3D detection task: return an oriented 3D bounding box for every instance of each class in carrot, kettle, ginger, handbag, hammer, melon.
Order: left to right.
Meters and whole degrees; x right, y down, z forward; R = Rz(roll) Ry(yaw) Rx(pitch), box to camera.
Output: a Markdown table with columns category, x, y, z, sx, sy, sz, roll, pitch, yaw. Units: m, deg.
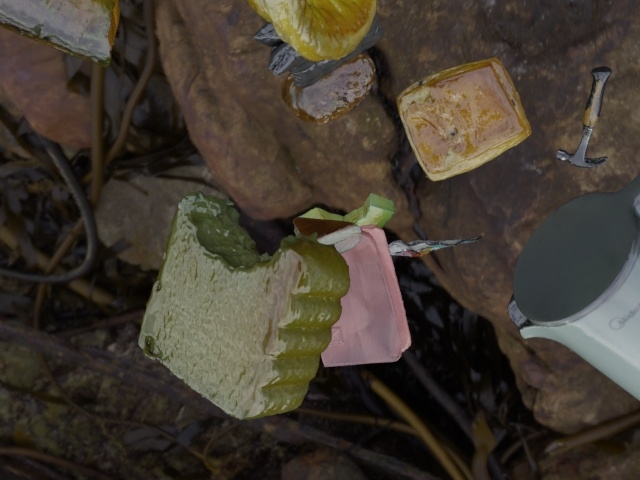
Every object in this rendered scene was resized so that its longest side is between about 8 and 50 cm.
| category | x | y | z | sx | sy | sz | roll | pitch | yaw |
| --- | --- | --- | --- | --- | --- | --- | --- | --- | --- |
| carrot | -0.246 | -0.213 | 0.580 | 0.173 | 0.082 | 0.082 | 18 | 133 | -34 |
| ginger | 0.019 | -0.394 | 1.843 | 0.321 | 0.165 | 0.172 | 1 | 85 | 46 |
| melon | 0.064 | -0.043 | 1.533 | 0.210 | 0.064 | 0.118 | -24 | 138 | 12 |
| handbag | 0.046 | 0.090 | 1.080 | 0.157 | 0.059 | 0.212 | -10 | 98 | 27 |
| hammer | 0.426 | -0.187 | 1.076 | 0.078 | 0.021 | 0.201 | 22 | 148 | 22 |
| kettle | 0.205 | 0.038 | 0.406 | 0.148 | 0.098 | 0.127 | 33 | 142 | -20 |

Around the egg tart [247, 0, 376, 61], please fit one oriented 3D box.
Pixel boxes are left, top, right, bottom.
| category | x | y | z | sx | sy | sz | roll | pitch | yaw |
| --- | --- | --- | --- | --- | --- | --- | --- | --- | --- |
| egg tart | -0.026 | -0.397 | 0.930 | 0.128 | 0.319 | 0.318 | 9 | 125 | 29 |

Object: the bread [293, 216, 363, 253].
| category | x | y | z | sx | sy | sz | roll | pitch | yaw |
| --- | --- | --- | --- | --- | --- | --- | --- | --- | --- |
| bread | 0.000 | 0.000 | 0.967 | 0.109 | 0.062 | 0.043 | 4 | 129 | 28 |

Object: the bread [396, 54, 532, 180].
| category | x | y | z | sx | sy | sz | roll | pitch | yaw |
| --- | --- | --- | --- | --- | --- | --- | --- | --- | --- |
| bread | 0.287 | -0.248 | 1.388 | 0.235 | 0.099 | 0.210 | -22 | 97 | 18 |

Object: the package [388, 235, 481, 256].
| category | x | y | z | sx | sy | sz | roll | pitch | yaw |
| --- | --- | --- | --- | --- | --- | --- | --- | --- | --- |
| package | 0.245 | 0.015 | 1.567 | 0.166 | 0.232 | 0.040 | -11 | 83 | 43 |

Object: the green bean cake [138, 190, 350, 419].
| category | x | y | z | sx | sy | sz | roll | pitch | yaw |
| --- | --- | --- | --- | --- | --- | --- | --- | --- | --- |
| green bean cake | -0.093 | 0.073 | 0.850 | 0.236 | 0.124 | 0.232 | 26 | 102 | 38 |

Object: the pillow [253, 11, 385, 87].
| category | x | y | z | sx | sy | sz | roll | pitch | yaw |
| --- | --- | --- | --- | --- | --- | --- | --- | --- | --- |
| pillow | 0.009 | -0.403 | 1.356 | 0.228 | 0.326 | 0.101 | -29 | 92 | 10 |
